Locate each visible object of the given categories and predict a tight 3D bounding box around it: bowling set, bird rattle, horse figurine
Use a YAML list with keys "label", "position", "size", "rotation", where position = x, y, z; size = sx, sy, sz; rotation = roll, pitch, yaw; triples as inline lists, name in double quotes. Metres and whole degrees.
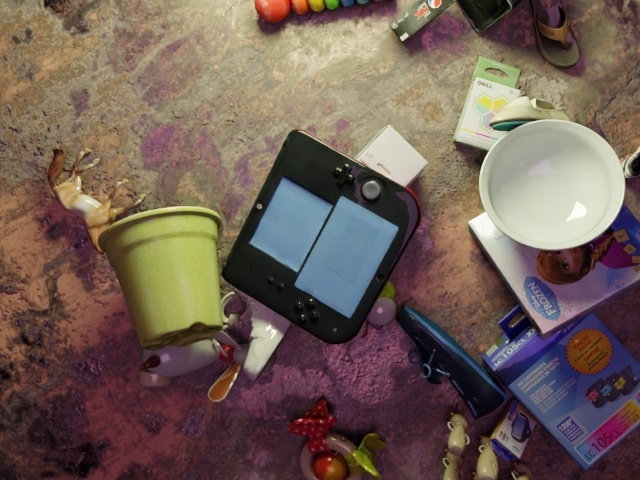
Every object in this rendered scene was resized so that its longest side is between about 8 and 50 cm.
- label: "bowling set"
  position: [0.361, 0.567, 1.785]
  size: [0.287, 0.154, 0.200]
  rotation: [45, 117, -6]
- label: "bird rattle"
  position: [0.027, 0.525, 1.773]
  size: [0.253, 0.143, 0.207]
  rotation: [23, 112, 0]
- label: "horse figurine"
  position: [-0.544, -0.103, 1.725]
  size: [0.263, 0.066, 0.174]
  rotation: [39, 89, -7]

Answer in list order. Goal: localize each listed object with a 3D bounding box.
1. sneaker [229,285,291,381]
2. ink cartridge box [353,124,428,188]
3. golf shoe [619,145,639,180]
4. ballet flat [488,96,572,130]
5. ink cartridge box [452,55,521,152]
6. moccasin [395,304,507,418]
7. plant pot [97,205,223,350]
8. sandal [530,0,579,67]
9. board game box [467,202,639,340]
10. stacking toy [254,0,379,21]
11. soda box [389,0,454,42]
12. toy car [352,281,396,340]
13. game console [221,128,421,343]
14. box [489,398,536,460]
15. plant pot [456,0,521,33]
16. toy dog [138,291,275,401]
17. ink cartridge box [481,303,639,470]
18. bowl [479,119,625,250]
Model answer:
- label: "sneaker"
  position: [-0.149, 0.171, 1.704]
  size: [0.169, 0.108, 0.293]
  rotation: [27, 62, 0]
- label: "ink cartridge box"
  position: [0.148, -0.172, 1.664]
  size: [0.128, 0.176, 0.127]
  rotation: [43, 95, -5]
- label: "golf shoe"
  position: [0.778, -0.209, 1.711]
  size: [0.067, 0.086, 0.186]
  rotation: [43, 93, -3]
- label: "ballet flat"
  position: [0.473, -0.285, 1.663]
  size: [0.248, 0.086, 0.086]
  rotation: [0, 98, -34]
- label: "ink cartridge box"
  position: [0.394, -0.315, 1.707]
  size: [0.108, 0.062, 0.209]
  rotation: [17, 96, -2]
- label: "moccasin"
  position: [0.296, 0.301, 1.741]
  size: [0.342, 0.138, 0.117]
  rotation: [44, 99, -4]
- label: "plant pot"
  position: [-0.328, 0.096, 1.605]
  size: [0.275, 0.276, 0.254]
  rotation: [-15, 74, 1]
- label: "sandal"
  position: [0.541, -0.504, 1.688]
  size: [0.089, 0.060, 0.220]
  rotation: [-14, 96, 1]
- label: "board game box"
  position: [0.554, 0.011, 1.665]
  size: [0.317, 0.066, 0.319]
  rotation: [-31, 63, 2]
- label: "stacking toy"
  position: [0.008, -0.576, 1.647]
  size: [0.330, 0.141, 0.141]
  rotation: [-14, 96, 6]
- label: "soda box"
  position: [0.240, -0.522, 1.657]
  size: [0.169, 0.060, 0.053]
  rotation: [-34, 96, 26]
- label: "toy car"
  position: [0.102, 0.166, 1.732]
  size: [0.181, 0.159, 0.136]
  rotation: [-28, 131, 4]
- label: "game console"
  position: [0.000, 0.000, 1.592]
  size: [0.341, 0.060, 0.387]
  rotation: [29, 104, 5]
- label: "box"
  position: [0.467, 0.463, 1.776]
  size: [0.081, 0.028, 0.136]
  rotation: [41, 56, -5]
- label: "plant pot"
  position: [0.395, -0.606, 1.623]
  size: [0.167, 0.188, 0.187]
  rotation: [-37, 95, -8]
- label: "toy dog"
  position: [-0.285, 0.271, 1.719]
  size: [0.333, 0.161, 0.220]
  rotation: [-19, 96, 2]
- label: "ink cartridge box"
  position: [0.576, 0.298, 1.738]
  size: [0.270, 0.151, 0.395]
  rotation: [-43, 93, 4]
- label: "bowl"
  position: [0.499, -0.103, 1.607]
  size: [0.297, 0.134, 0.298]
  rotation: [-3, 73, 11]
